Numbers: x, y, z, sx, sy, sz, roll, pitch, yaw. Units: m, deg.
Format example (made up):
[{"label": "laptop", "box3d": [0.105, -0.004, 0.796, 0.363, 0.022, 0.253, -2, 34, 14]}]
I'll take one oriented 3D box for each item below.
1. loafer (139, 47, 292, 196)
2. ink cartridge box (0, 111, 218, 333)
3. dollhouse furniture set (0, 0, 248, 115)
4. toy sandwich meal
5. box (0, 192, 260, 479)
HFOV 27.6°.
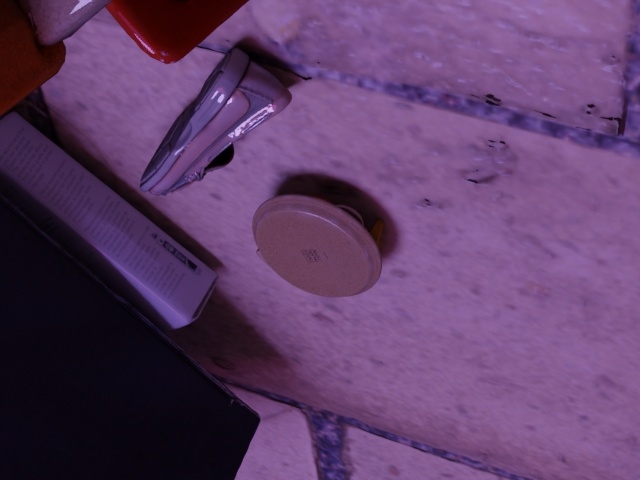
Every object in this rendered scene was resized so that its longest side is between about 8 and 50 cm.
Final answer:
[{"label": "loafer", "box3d": [-0.057, -0.052, 0.684, 0.039, 0.045, 0.125, 29, 144, -14]}, {"label": "ink cartridge box", "box3d": [-0.210, -0.004, 0.844, 0.224, 0.045, 0.223, 40, 146, -21]}, {"label": "dollhouse furniture set", "box3d": [-0.101, -0.170, 0.368, 0.259, 0.262, 0.135, 51, 144, -11]}, {"label": "toy sandwich meal", "box3d": [0.000, 0.000, 0.726, 0.086, 0.029, 0.085, 17, 140, 15]}, {"label": "box", "box3d": [-0.254, 0.110, 0.822, 0.296, 0.182, 0.294, -9, 137, 43]}]
